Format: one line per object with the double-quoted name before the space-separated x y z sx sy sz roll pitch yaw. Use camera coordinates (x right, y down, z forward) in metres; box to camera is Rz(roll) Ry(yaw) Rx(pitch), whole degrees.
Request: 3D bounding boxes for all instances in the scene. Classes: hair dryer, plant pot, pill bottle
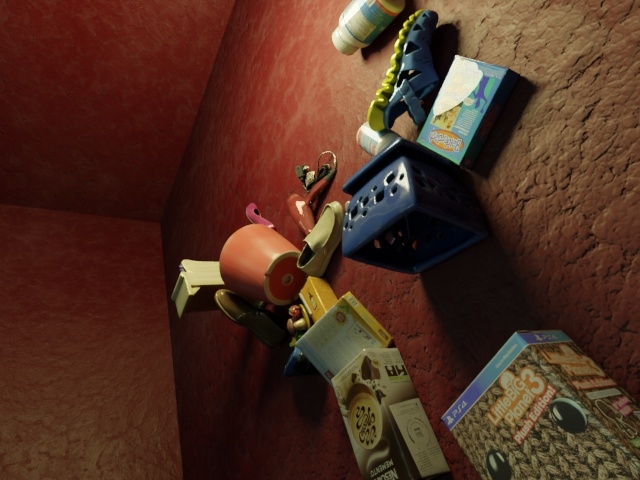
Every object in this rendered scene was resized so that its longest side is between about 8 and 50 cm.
"hair dryer" -0.041 -0.152 1.451 0.224 0.080 0.293 -9 77 56
"plant pot" 0.192 -0.077 0.936 0.236 0.236 0.212 -38 48 44
"pill bottle" 0.171 -0.260 1.132 0.160 0.087 0.087 52 127 49
"pill bottle" 0.133 -0.655 1.236 0.221 0.124 0.124 -26 62 53
"plant pot" -0.182 0.099 1.478 0.243 0.275 0.275 21 102 47

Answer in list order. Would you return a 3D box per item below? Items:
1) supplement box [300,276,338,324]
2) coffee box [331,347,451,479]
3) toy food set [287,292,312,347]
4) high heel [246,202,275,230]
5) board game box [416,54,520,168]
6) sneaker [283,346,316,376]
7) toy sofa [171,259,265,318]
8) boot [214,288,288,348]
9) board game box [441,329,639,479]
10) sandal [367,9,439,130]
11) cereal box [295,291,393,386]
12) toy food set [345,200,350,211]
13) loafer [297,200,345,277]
"supplement box" 0.017 0.217 1.292 0.078 0.080 0.233 -61 40 29
"coffee box" 0.153 0.430 0.995 0.168 0.119 0.297 -54 42 36
"toy food set" -0.078 0.281 1.360 0.128 0.071 0.218 -122 25 -48
"high heel" -0.253 -0.100 1.802 0.117 0.082 0.244 -30 37 14
"board game box" 0.321 -0.290 0.940 0.160 0.047 0.210 50 125 48
"sneaker" -0.065 0.414 1.380 0.232 0.090 0.081 112 179 -63
"toy sofa" -0.396 0.190 1.679 0.150 0.363 0.177 -59 46 33
"boot" -0.246 0.265 1.538 0.115 0.305 0.112 -45 11 35
"board game box" 0.376 0.325 0.647 0.291 0.141 0.232 56 130 46
"sandal" 0.238 -0.416 1.057 0.138 0.126 0.317 22 97 21
"cereal box" 0.058 0.277 1.145 0.173 0.047 0.240 47 122 10
"toy food set" 0.151 -0.126 1.162 0.111 0.104 0.232 56 149 28
"loafer" 0.000 0.000 1.344 0.102 0.092 0.268 43 119 52
